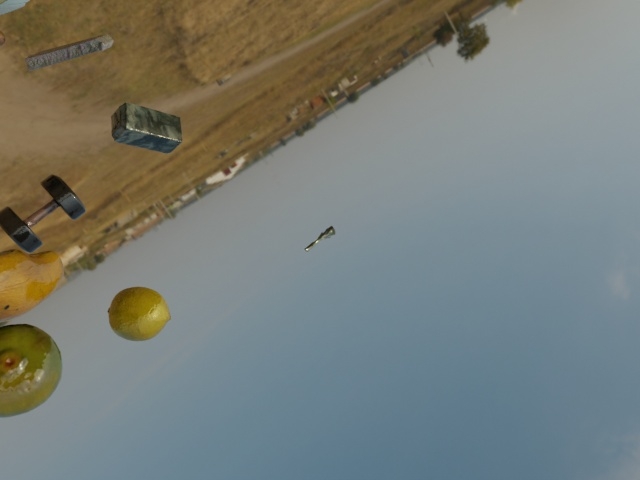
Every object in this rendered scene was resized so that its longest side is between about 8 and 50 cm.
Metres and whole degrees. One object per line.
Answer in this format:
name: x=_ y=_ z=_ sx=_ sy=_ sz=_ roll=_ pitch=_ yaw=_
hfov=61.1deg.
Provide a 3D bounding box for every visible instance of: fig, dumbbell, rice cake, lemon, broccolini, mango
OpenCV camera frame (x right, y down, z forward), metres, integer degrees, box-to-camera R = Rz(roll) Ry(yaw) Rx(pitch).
fig: x=-0.693 y=0.286 z=1.217 sx=0.207 sy=0.207 sz=0.230 roll=-37 pitch=-164 yaw=-22
dumbbell: x=-0.856 y=-0.083 z=1.661 sx=0.218 sy=0.152 sz=0.152 roll=-43 pitch=-166 yaw=-20
rice cake: x=-0.890 y=-0.673 z=1.927 sx=0.297 sy=0.050 sz=0.106 roll=-12 pitch=-152 yaw=8
lemon: x=-0.585 y=0.238 z=1.756 sx=0.203 sy=0.178 sz=0.178 roll=9 pitch=-169 yaw=-4
broccolini: x=0.000 y=0.000 z=1.798 sx=0.140 sy=0.035 sz=0.030 roll=-42 pitch=-170 yaw=-32
mango: x=-0.783 y=0.113 z=1.368 sx=0.359 sy=0.144 sz=0.187 roll=12 pitch=102 yaw=-84

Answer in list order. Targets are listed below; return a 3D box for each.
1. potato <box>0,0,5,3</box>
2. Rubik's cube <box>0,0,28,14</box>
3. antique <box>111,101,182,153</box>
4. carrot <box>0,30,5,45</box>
potato: x=-0.620 y=-0.548 z=1.020 sx=0.143 sy=0.169 sz=0.248 roll=7 pitch=-118 yaw=41
Rubik's cube: x=-0.949 y=-0.780 z=1.331 sx=0.352 sy=0.347 sz=0.351 roll=-55 pitch=180 yaw=40
antique: x=-0.496 y=-0.318 z=1.539 sx=0.183 sy=0.086 sz=0.088 roll=8 pitch=156 yaw=-43
carrot: x=-1.018 y=-0.598 z=1.562 sx=0.059 sy=0.059 sz=0.248 roll=-28 pitch=-178 yaw=20
